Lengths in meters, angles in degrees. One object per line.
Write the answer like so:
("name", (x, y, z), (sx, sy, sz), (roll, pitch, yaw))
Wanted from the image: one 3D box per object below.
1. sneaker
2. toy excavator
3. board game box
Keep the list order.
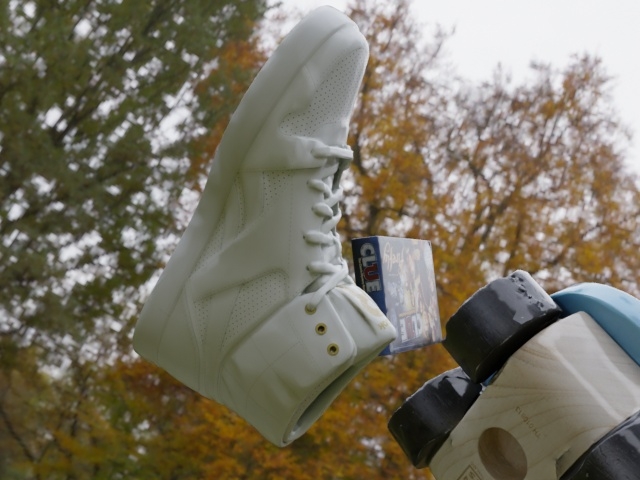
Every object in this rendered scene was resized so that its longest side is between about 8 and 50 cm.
("sneaker", (0.000, 0.000, 0.660), (0.169, 0.292, 0.108), (32, 16, 21))
("toy excavator", (0.295, 0.204, 1.033), (0.222, 0.445, 0.433), (51, -43, 27))
("board game box", (0.117, 0.080, 1.390), (0.042, 0.165, 0.243), (-8, -4, 24))
